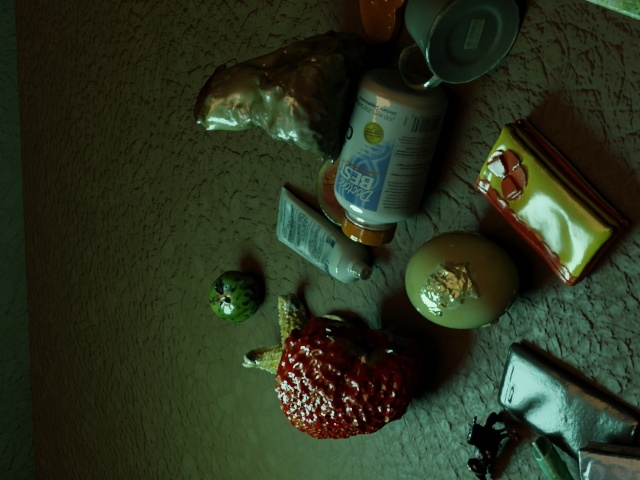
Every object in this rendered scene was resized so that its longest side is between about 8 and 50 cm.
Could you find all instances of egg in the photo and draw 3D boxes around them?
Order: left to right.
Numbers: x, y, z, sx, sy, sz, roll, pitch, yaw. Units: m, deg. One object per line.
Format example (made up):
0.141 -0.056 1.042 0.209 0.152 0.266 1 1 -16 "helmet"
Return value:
0.228 0.063 1.399 0.202 0.164 0.164 3 101 52 "egg"

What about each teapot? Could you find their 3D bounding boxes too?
0.195 -0.343 1.346 0.149 0.162 0.239 56 130 40 "teapot"

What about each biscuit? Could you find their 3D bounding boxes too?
0.114 -0.419 1.528 0.118 0.023 0.140 3 101 51 "biscuit"

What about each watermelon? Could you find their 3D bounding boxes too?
0.024 -0.088 1.692 0.087 0.069 0.163 -25 81 53 "watermelon"

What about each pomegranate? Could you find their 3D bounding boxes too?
-0.196 0.129 2.012 0.161 0.122 0.122 -96 -3 -87 "pomegranate"

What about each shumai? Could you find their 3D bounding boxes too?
-0.073 -0.276 1.512 0.283 0.346 0.217 18 115 11 "shumai"

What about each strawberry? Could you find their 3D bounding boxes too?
0.049 0.260 1.591 0.261 0.261 0.257 11 88 50 "strawberry"

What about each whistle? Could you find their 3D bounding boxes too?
0.388 0.395 1.357 0.186 0.039 0.039 59 139 11 "whistle"

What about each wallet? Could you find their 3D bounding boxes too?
0.334 -0.056 1.307 0.241 0.067 0.141 53 137 29 "wallet"
0.381 0.267 1.361 0.244 0.025 0.124 33 124 43 "wallet"

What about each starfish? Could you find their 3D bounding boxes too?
-0.035 0.267 1.831 0.303 0.113 0.312 40 126 40 "starfish"

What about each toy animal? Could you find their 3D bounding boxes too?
0.279 0.342 1.452 0.062 0.108 0.220 35 160 37 "toy animal"

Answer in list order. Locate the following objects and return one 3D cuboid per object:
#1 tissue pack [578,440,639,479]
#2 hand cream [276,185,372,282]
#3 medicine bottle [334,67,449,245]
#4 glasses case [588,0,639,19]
0.457 0.356 1.248 0.156 0.051 0.112 -1 101 40 "tissue pack"
0.000 0.000 1.763 0.341 0.078 0.124 37 128 51 "hand cream"
0.112 -0.137 1.494 0.157 0.157 0.288 39 128 40 "medicine bottle"
0.373 -0.374 1.176 0.272 0.062 0.095 37 127 40 "glasses case"
